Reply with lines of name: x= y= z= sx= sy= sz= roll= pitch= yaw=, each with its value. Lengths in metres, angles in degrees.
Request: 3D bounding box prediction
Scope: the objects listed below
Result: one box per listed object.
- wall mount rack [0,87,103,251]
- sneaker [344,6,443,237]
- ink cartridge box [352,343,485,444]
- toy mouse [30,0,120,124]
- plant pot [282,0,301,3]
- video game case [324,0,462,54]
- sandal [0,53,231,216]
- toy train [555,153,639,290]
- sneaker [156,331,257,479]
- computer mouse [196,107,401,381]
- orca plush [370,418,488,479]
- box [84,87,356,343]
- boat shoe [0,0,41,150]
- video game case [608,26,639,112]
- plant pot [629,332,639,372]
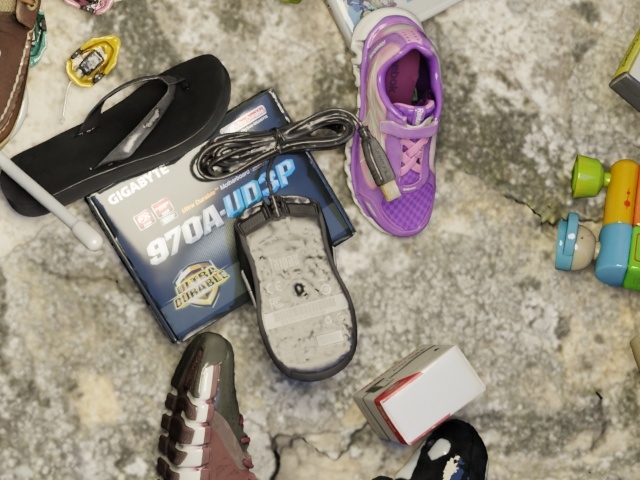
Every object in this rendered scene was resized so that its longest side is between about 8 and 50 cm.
wall mount rack: x=-0.387 y=-0.026 z=1.772 sx=0.350 sy=0.130 sz=0.304 roll=-45 pitch=91 yaw=-8
sneaker: x=0.083 y=-0.113 z=1.893 sx=0.095 sy=0.104 sz=0.236 roll=-8 pitch=107 yaw=-19
ink cartridge box: x=0.097 y=0.154 z=1.894 sx=0.099 sy=0.135 sz=0.056 roll=-35 pitch=94 yaw=-11
toy mouse: x=-0.258 y=-0.222 z=1.860 sx=0.143 sy=0.031 sz=0.161 roll=42 pitch=90 yaw=-11
plant pot: x=-0.092 y=-0.367 z=1.786 sx=0.228 sy=0.227 sz=0.207 roll=17 pitch=89 yaw=-3
video game case: x=0.109 y=-0.397 z=1.948 sx=0.329 sy=0.036 sz=0.300 roll=-28 pitch=96 yaw=-12
sandal: x=-0.198 y=-0.107 z=1.842 sx=0.254 sy=0.054 sz=0.097 roll=-32 pitch=52 yaw=-11
toy train: x=0.330 y=-0.066 z=1.979 sx=0.143 sy=0.105 sz=0.248 roll=9 pitch=66 yaw=4
sneaker: x=-0.078 y=0.234 z=1.881 sx=0.163 sy=0.106 sz=0.281 roll=7 pitch=99 yaw=-18
computer mouse: x=0.000 y=0.000 z=1.860 sx=0.184 sy=0.060 sz=0.262 roll=-20 pitch=84 yaw=-8
orca plush: x=0.097 y=0.321 z=1.910 sx=0.151 sy=0.102 sz=0.287 roll=40 pitch=82 yaw=-10
box: x=-0.100 y=-0.025 z=1.891 sx=0.220 sy=0.051 sz=0.175 roll=-31 pitch=97 yaw=-11
boat shoe: x=-0.308 y=-0.249 z=1.711 sx=0.123 sy=0.123 sz=0.342 roll=10 pitch=74 yaw=-20
video game case: x=0.457 y=-0.167 z=1.977 sx=0.275 sy=0.035 sz=0.248 roll=38 pitch=57 yaw=-10
plant pot: x=0.457 y=0.172 z=1.942 sx=0.256 sy=0.256 sz=0.274 roll=-37 pitch=81 yaw=-10
